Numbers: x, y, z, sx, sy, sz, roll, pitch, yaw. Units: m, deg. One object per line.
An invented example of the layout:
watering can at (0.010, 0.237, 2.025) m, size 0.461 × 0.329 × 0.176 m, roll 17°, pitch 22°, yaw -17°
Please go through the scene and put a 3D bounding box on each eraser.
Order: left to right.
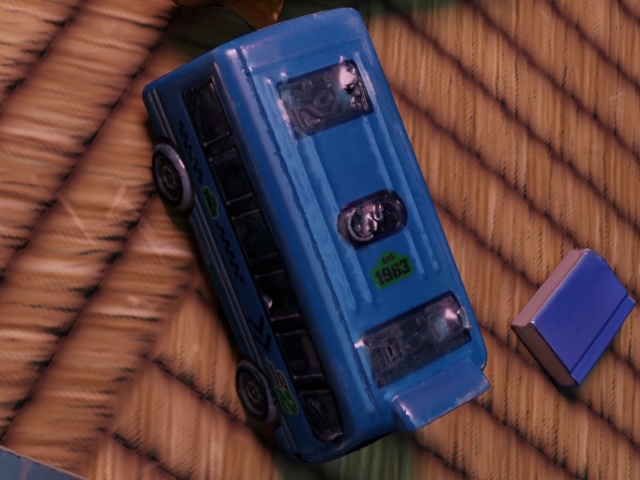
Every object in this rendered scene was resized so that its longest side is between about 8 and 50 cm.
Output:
eraser at (0.184, 0.055, 0.802) m, size 0.063 × 0.027 × 0.084 m, roll 50°, pitch 62°, yaw -14°

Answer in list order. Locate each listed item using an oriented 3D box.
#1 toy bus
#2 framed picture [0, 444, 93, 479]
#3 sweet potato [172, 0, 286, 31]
toy bus at (0.000, 0.000, 0.640) m, size 0.114 × 0.134 × 0.246 m, roll -23°, pitch 93°, yaw -31°
framed picture at (-0.209, 0.162, 0.567) m, size 0.201 × 0.010 × 0.135 m, roll 28°, pitch 69°, yaw -24°
sweet potato at (0.024, -0.189, 0.702) m, size 0.286 × 0.085 × 0.112 m, roll -13°, pitch 51°, yaw -37°
